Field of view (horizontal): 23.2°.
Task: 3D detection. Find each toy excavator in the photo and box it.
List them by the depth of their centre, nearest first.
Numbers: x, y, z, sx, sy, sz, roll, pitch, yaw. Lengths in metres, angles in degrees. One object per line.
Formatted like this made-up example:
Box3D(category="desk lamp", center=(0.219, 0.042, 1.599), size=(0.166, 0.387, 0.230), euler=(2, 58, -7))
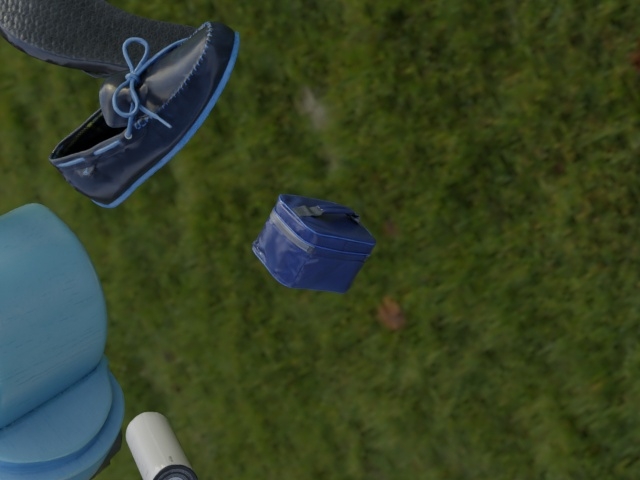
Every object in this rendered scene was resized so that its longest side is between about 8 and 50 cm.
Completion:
Box3D(category="toy excavator", center=(-0.313, -0.005, 1.306), size=(0.433, 0.222, 0.445), euler=(43, 129, 13))

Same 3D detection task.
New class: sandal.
Box3D(category="sandal", center=(-0.232, -0.207, 1.650), size=(0.254, 0.097, 0.054), euler=(20, 152, -4))

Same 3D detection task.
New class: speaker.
Box3D(category="speaker", center=(-0.177, 0.241, 1.723), size=(0.136, 0.055, 0.055), euler=(-134, 30, -64))

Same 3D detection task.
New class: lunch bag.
Box3D(category="lunch bag", center=(0.000, 0.000, 1.332), size=(0.067, 0.098, 0.065), euler=(49, 119, 37))

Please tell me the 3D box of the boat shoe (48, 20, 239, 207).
Box3D(category="boat shoe", center=(-0.174, -0.118, 1.468), size=(0.089, 0.109, 0.258), euler=(30, 126, -21))
